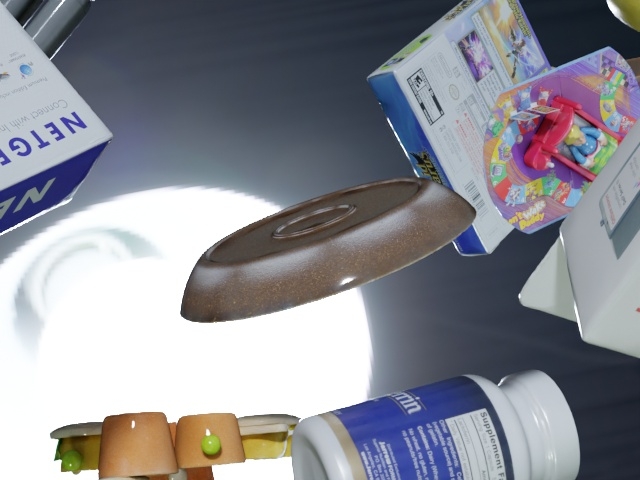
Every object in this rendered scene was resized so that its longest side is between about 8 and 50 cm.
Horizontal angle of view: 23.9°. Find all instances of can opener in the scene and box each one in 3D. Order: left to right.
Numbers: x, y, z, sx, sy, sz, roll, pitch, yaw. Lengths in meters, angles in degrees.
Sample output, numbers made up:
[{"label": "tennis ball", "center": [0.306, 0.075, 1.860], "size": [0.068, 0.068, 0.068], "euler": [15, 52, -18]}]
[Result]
[{"label": "can opener", "center": [-0.241, -0.210, 1.353], "size": [0.074, 0.280, 0.093], "euler": [35, 166, 4]}]

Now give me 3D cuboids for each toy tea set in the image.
[{"label": "toy tea set", "center": [-0.153, 0.239, 1.507], "size": [0.336, 0.200, 0.124], "euler": [14, -110, -62]}]

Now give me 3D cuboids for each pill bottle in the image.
[{"label": "pill bottle", "center": [0.116, 0.220, 1.514], "size": [0.153, 0.264, 0.153], "euler": [167, 90, -71]}]

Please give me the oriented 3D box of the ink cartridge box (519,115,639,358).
[{"label": "ink cartridge box", "center": [0.297, -0.013, 0.971], "size": [0.119, 0.207, 0.353], "euler": [-91, 24, -48]}]

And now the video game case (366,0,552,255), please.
[{"label": "video game case", "center": [0.210, -0.158, 1.941], "size": [0.061, 0.244, 0.269], "euler": [-4, 120, 52]}]

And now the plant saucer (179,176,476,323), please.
[{"label": "plant saucer", "center": [0.000, 0.000, 1.493], "size": [0.310, 0.310, 0.050], "euler": [-126, 18, -78]}]

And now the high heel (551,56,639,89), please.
[{"label": "high heel", "center": [0.374, -0.152, 2.157], "size": [0.377, 0.127, 0.181], "euler": [1, 129, 55]}]

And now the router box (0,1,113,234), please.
[{"label": "router box", "center": [-0.353, -0.103, 0.986], "size": [0.301, 0.335, 0.082], "euler": [49, 132, 7]}]

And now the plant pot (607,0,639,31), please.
[{"label": "plant pot", "center": [0.404, -0.281, 1.721], "size": [0.095, 0.134, 0.134], "euler": [-108, 10, -54]}]

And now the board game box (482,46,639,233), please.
[{"label": "board game box", "center": [0.211, -0.077, 1.244], "size": [0.033, 0.168, 0.133], "euler": [31, 138, 55]}]
